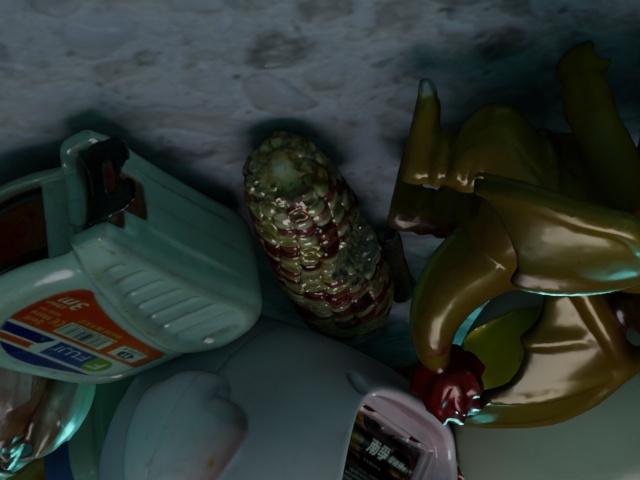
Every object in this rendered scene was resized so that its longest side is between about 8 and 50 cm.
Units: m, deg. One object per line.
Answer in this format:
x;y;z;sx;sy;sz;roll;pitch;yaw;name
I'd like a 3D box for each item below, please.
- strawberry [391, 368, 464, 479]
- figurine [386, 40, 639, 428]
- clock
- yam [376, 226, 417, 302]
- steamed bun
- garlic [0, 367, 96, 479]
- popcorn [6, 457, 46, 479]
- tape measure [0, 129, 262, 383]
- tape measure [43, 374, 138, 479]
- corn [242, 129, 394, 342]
0.084;0.248;1.829;0.351;0.267;0.312;30;161;-21;strawberry
0.244;0.011;1.320;0.387;0.268;0.401;8;144;1;figurine
-0.044;0.272;1.526;0.251;0.376;0.368;13;164;36;clock
0.069;0.017;1.573;0.027;0.033;0.129;20;157;18;yam
0.307;0.154;1.589;0.374;0.334;0.334;-15;155;6;steamed bun
-0.316;0.121;1.553;0.214;0.191;0.160;-8;133;31;garlic
-0.207;0.360;1.943;0.349;0.349;0.381;-11;-167;10;popcorn
-0.183;0.018;1.392;0.246;0.125;0.243;-21;151;25;tape measure
-0.167;0.279;1.692;0.098;0.351;0.215;-28;150;35;tape measure
0.000;0.000;1.436;0.098;0.098;0.290;-10;152;7;corn
